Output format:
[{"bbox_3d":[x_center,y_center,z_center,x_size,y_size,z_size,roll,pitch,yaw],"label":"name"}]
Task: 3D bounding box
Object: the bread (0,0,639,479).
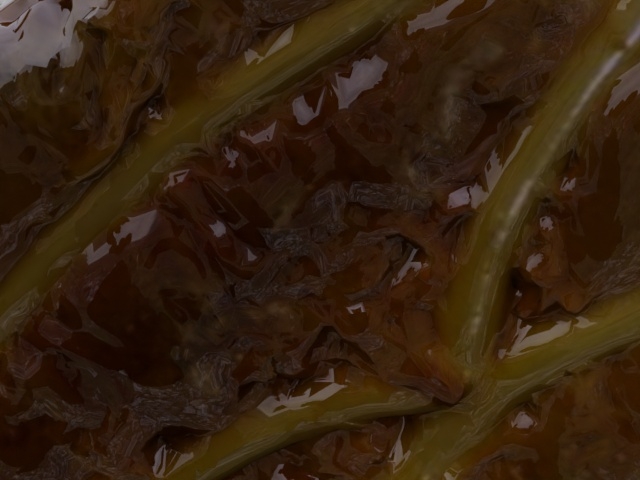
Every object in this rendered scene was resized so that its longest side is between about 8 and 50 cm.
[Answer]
[{"bbox_3d":[0.000,0.000,0.419,0.275,0.185,0.114,-36,9,25],"label":"bread"}]
